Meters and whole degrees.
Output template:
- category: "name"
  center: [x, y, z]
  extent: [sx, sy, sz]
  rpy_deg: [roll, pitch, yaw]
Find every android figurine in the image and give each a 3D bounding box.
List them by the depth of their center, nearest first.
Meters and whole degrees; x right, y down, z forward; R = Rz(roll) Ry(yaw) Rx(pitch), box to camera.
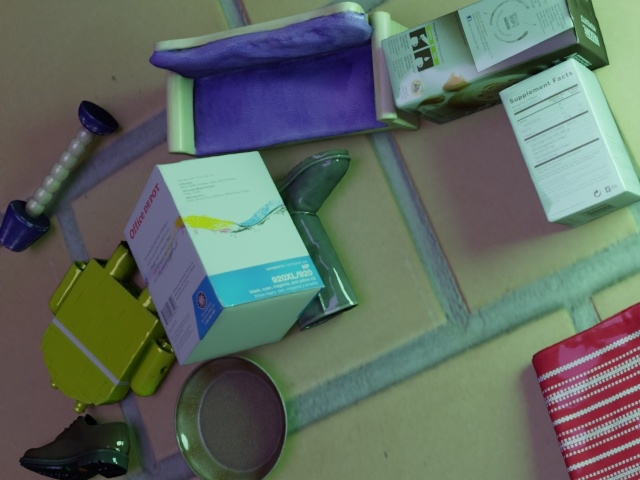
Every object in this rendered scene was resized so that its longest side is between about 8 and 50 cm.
- category: "android figurine"
  center: [-0.336, 0.145, 1.805]
  extent: [0.248, 0.056, 0.273]
  rpy_deg: [37, 103, 25]

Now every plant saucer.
- category: "plant saucer"
  center: [-0.126, 0.267, 1.693]
  extent: [0.198, 0.036, 0.198]
  rpy_deg: [-2, 87, 29]

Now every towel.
- category: "towel"
  center: [0.374, 0.225, 1.383]
  extent: [0.199, 0.031, 0.275]
  rpy_deg: [-30, 61, 30]

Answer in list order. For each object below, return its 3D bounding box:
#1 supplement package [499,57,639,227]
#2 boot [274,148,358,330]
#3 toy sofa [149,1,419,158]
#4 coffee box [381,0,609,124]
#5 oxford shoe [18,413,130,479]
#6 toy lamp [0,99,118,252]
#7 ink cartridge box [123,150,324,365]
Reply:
- category: "supplement package"
  center: [0.314, -0.119, 1.433]
  extent: [0.105, 0.105, 0.179]
  rpy_deg: [-25, 75, 26]
- category: "boot"
  center: [0.002, 0.000, 1.616]
  extent: [0.189, 0.076, 0.208]
  rpy_deg: [-37, 63, 37]
- category: "toy sofa"
  center: [-0.056, -0.212, 1.604]
  extent: [0.362, 0.177, 0.150]
  rpy_deg: [-6, 84, 28]
- category: "coffee box"
  center: [0.223, -0.241, 1.471]
  extent: [0.246, 0.141, 0.098]
  rpy_deg: [-18, 78, 28]
- category: "oxford shoe"
  center: [-0.384, 0.328, 1.820]
  extent: [0.227, 0.083, 0.096]
  rpy_deg: [-13, 57, 31]
- category: "toy lamp"
  center: [-0.430, -0.096, 1.862]
  extent: [0.080, 0.080, 0.275]
  rpy_deg: [47, 108, 23]
- category: "ink cartridge box"
  center: [-0.140, 0.021, 1.598]
  extent: [0.233, 0.168, 0.171]
  rpy_deg: [63, 143, 21]
